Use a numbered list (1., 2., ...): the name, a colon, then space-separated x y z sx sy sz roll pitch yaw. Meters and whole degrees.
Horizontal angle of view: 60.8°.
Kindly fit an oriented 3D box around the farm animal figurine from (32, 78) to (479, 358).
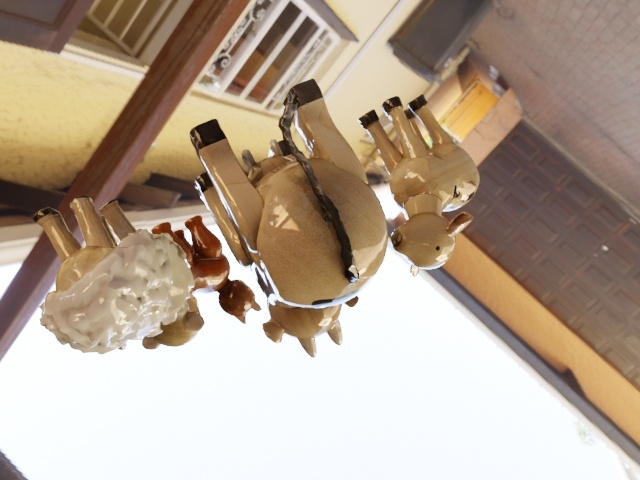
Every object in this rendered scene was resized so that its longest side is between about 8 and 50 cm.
1. farm animal figurine: 0.000 0.000 0.447 0.172 0.330 0.327 62 -178 5
